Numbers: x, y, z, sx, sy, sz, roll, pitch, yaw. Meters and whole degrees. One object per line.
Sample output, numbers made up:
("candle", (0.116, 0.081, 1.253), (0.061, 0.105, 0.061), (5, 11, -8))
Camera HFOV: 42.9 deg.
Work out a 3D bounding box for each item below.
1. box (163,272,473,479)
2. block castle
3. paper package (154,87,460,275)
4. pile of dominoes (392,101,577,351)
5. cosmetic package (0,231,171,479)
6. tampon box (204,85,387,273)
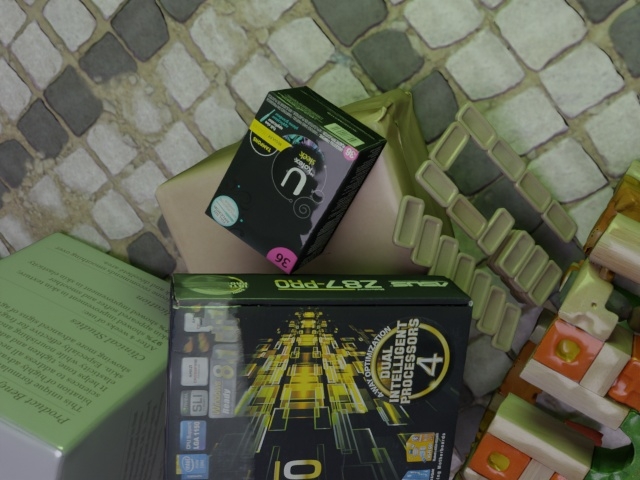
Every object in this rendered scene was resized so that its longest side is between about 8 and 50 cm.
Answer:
("box", (-0.014, 0.232, 0.906), (0.319, 0.097, 0.394), (2, 106, -12))
("block castle", (0.341, 0.160, 0.935), (0.213, 0.303, 0.453), (30, 118, 13))
("paper package", (0.000, 0.000, 1.067), (0.325, 0.168, 0.309), (-14, 106, 24))
("pile of dominoes", (0.192, -0.010, 0.981), (0.251, 0.196, 0.040), (44, 164, -22))
("cosmetic package", (-0.394, 0.243, 1.171), (0.330, 0.394, 0.327), (24, 118, 15))
("tampon box", (-0.026, -0.069, 0.893), (0.120, 0.101, 0.161), (35, 113, 11))
